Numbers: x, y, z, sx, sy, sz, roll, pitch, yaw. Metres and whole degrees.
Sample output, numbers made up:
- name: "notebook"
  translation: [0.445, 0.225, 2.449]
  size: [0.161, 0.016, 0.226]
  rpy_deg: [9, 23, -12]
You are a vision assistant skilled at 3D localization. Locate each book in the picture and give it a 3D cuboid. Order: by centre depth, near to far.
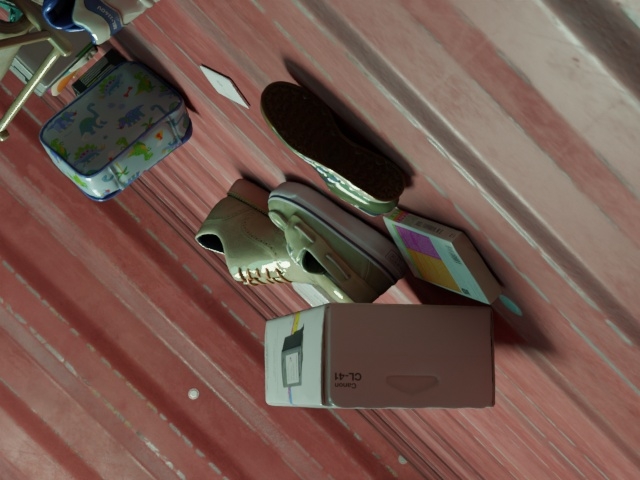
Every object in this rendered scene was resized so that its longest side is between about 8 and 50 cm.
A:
- name: "book"
  translation: [0.136, 0.015, 1.192]
  size: [0.096, 0.035, 0.144]
  rpy_deg: [54, 166, -28]

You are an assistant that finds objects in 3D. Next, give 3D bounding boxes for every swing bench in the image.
- name: "swing bench"
  translation: [-0.489, -0.274, 1.346]
  size: [0.253, 0.165, 0.255]
  rpy_deg: [-34, 84, 46]

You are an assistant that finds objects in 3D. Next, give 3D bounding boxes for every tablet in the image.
- name: "tablet"
  translation: [-0.130, -0.207, 1.401]
  size: [0.083, 0.006, 0.054]
  rpy_deg: [32, 164, 47]

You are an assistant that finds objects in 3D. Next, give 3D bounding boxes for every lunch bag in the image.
- name: "lunch bag"
  translation: [-0.330, -0.181, 1.678]
  size: [0.176, 0.219, 0.090]
  rpy_deg: [38, 161, 29]

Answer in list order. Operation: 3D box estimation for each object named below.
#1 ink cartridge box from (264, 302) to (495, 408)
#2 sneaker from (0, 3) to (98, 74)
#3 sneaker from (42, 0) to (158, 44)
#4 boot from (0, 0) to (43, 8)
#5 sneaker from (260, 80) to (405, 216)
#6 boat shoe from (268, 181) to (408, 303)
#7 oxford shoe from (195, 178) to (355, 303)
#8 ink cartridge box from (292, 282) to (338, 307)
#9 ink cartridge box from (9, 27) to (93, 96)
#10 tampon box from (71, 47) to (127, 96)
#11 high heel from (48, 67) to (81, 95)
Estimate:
- name: "ink cartridge box"
  translation: [0.067, 0.155, 1.364]
  size: [0.226, 0.131, 0.306]
  rpy_deg: [2, 170, -16]
- name: "sneaker"
  translation: [-0.528, -0.395, 1.895]
  size: [0.275, 0.110, 0.107]
  rpy_deg: [40, 169, 25]
- name: "sneaker"
  translation: [-0.305, -0.326, 1.268]
  size: [0.296, 0.131, 0.112]
  rpy_deg: [34, 167, 50]
- name: "boot"
  translation: [-0.509, -0.346, 1.515]
  size: [0.377, 0.138, 0.284]
  rpy_deg: [27, 134, 8]
- name: "sneaker"
  translation: [0.009, -0.092, 1.157]
  size: [0.192, 0.064, 0.086]
  rpy_deg: [39, 164, 11]
- name: "boat shoe"
  translation: [0.000, 0.000, 1.469]
  size: [0.302, 0.094, 0.109]
  rpy_deg: [30, 163, 52]
- name: "oxford shoe"
  translation: [-0.061, 0.034, 1.687]
  size: [0.397, 0.146, 0.140]
  rpy_deg: [31, 163, 50]
- name: "ink cartridge box"
  translation: [0.003, 0.078, 1.850]
  size: [0.104, 0.061, 0.181]
  rpy_deg: [43, 169, 11]
- name: "ink cartridge box"
  translation: [-0.434, -0.322, 1.709]
  size: [0.087, 0.153, 0.208]
  rpy_deg: [46, 170, -15]
- name: "tampon box"
  translation: [-0.339, -0.233, 1.827]
  size: [0.161, 0.101, 0.120]
  rpy_deg: [44, 169, 6]
- name: "high heel"
  translation: [-0.520, -0.352, 1.987]
  size: [0.117, 0.082, 0.244]
  rpy_deg: [38, -161, -14]
